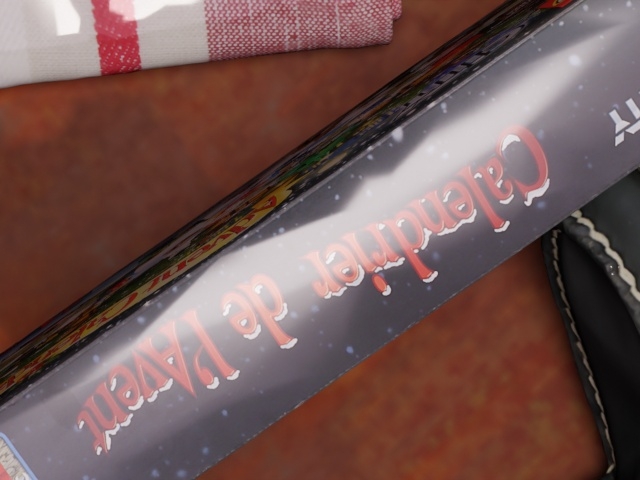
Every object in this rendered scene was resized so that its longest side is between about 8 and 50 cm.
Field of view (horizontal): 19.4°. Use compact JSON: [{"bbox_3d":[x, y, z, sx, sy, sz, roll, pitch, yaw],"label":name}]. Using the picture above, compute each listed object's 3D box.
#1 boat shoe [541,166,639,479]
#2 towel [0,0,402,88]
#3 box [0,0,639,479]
[{"bbox_3d":[0.123,0.136,0.562,0.113,0.127,0.340,-26,108,-6],"label":"boat shoe"},{"bbox_3d":[-0.150,-0.159,0.565,0.329,0.037,0.237,-7,97,-2],"label":"towel"},{"bbox_3d":[0.000,0.000,0.525,0.233,0.159,0.044,-35,96,-1],"label":"box"}]
